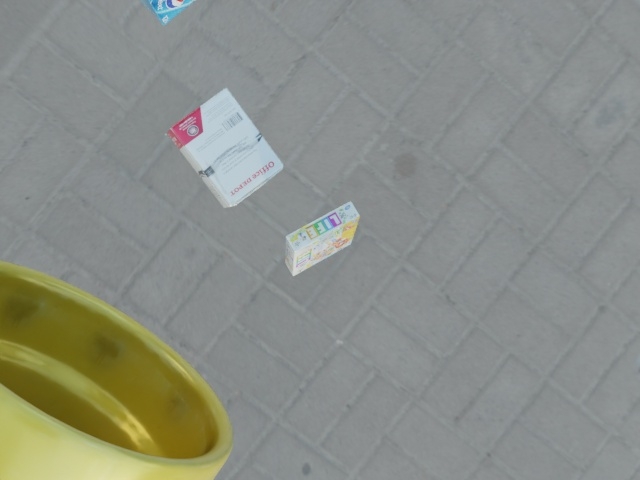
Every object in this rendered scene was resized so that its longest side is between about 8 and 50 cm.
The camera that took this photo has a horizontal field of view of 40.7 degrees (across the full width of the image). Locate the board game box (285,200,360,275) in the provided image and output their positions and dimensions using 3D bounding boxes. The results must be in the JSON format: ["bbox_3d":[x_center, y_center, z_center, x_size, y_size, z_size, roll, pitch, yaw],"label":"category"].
[{"bbox_3d":[0.000,0.000,1.240,0.103,0.154,0.026,-29,79,-9],"label":"board game box"}]

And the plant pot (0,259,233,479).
[{"bbox_3d":[-0.231,0.177,0.635,0.254,0.254,0.239,32,96,-12],"label":"plant pot"}]

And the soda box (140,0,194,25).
[{"bbox_3d":[-0.279,-0.421,1.291,0.067,0.071,0.210,-42,69,-6],"label":"soda box"}]

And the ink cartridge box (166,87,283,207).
[{"bbox_3d":[-0.146,-0.139,1.322,0.109,0.063,0.150,-39,100,-15],"label":"ink cartridge box"}]
